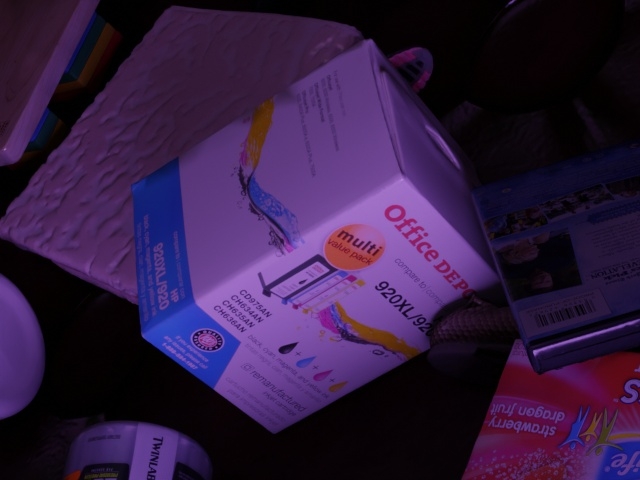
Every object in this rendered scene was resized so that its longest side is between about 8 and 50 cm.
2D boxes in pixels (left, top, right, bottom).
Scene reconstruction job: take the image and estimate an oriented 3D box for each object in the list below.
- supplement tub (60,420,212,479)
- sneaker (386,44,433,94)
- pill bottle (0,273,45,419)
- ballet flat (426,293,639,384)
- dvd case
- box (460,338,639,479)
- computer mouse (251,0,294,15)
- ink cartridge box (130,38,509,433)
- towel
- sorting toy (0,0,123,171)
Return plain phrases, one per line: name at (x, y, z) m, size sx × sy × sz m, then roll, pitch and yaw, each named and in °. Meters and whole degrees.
supplement tub at (-0.148, 0.241, 0.977) m, size 0.117 × 0.117 × 0.190 m, roll -20°, pitch 45°, yaw 29°
sneaker at (0.048, -0.140, 1.195) m, size 0.119 × 0.047 × 0.057 m, roll -37°, pitch 28°, yaw 9°
pill bottle at (-0.412, 0.131, 1.279) m, size 0.265 × 0.153 × 0.153 m, roll -21°, pitch 45°, yaw 28°
ballet flat at (0.177, 0.063, 0.876) m, size 0.250 × 0.084 × 0.058 m, roll -6°, pitch 54°, yaw 46°
dvd case at (0.201, -0.006, 0.847) m, size 0.180 × 0.022 × 0.253 m, roll -17°, pitch 23°, yaw 6°
box at (0.217, 0.147, 0.726) m, size 0.257 × 0.122 × 0.128 m, roll 4°, pitch 61°, yaw 43°
computer mouse at (-0.030, -0.336, 1.350) m, size 0.071 × 0.041 × 0.242 m, roll -110°, pitch 31°, yaw -69°
ink cartridge box at (0.000, 0.000, 1.009) m, size 0.233 × 0.171 × 0.168 m, roll -31°, pitch 41°, yaw 19°
towel at (-0.146, -0.094, 1.307) m, size 0.317 × 0.053 × 0.332 m, roll 17°, pitch 66°, yaw 49°
sorting toy at (-0.370, -0.171, 1.553) m, size 0.255 × 0.089 × 0.257 m, roll -5°, pitch 54°, yaw 40°
